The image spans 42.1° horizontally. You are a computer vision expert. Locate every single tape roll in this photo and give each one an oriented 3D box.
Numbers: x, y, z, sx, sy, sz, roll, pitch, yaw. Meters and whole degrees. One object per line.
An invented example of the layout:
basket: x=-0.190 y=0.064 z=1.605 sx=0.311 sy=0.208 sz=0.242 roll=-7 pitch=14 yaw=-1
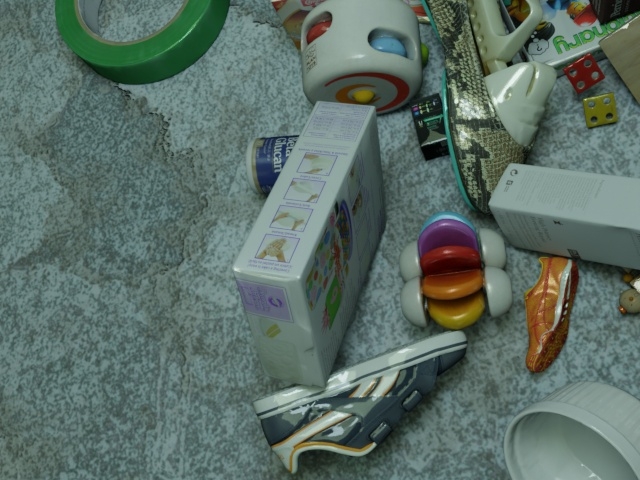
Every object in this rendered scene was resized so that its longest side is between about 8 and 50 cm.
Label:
tape roll: x=-0.330 y=-0.449 z=1.539 sx=0.321 sy=0.077 sz=0.321 roll=-5 pitch=72 yaw=15

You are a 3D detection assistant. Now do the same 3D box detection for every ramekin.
ramekin: x=0.351 y=0.280 z=1.065 sx=0.109 sy=0.207 sz=0.207 roll=-29 pitch=62 yaw=-36

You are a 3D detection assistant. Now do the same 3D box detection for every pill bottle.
pill bottle: x=-0.028 y=-0.125 z=1.347 sx=0.169 sy=0.094 sz=0.094 roll=-3 pitch=73 yaw=14

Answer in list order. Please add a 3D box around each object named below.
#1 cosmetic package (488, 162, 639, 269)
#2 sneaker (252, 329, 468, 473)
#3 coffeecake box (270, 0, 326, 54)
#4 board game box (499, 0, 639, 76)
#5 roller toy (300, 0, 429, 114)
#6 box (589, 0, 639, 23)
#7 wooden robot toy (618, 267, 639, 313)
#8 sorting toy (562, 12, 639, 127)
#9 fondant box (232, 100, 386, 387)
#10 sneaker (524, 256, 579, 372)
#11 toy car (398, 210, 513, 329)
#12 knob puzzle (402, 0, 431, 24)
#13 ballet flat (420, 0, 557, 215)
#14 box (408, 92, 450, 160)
cosmetic package: x=0.367 y=-0.033 z=1.157 sx=0.231 sy=0.117 sz=0.085 roll=13 pitch=66 yaw=41
sneaker: x=0.073 y=0.231 z=1.196 sx=0.321 sy=0.126 sz=0.127 roll=-21 pitch=82 yaw=1
coffeecake box: x=0.012 y=-0.383 z=1.365 sx=0.142 sy=0.185 sz=0.068 roll=-7 pitch=72 yaw=13
board game box: x=0.449 y=-0.392 z=1.320 sx=0.305 sy=0.053 sz=0.193 roll=-22 pitch=69 yaw=8
roller toy: x=0.062 y=-0.285 z=1.318 sx=0.209 sy=0.191 sz=0.146 roll=-6 pitch=73 yaw=13
box: x=0.481 y=-0.457 z=1.210 sx=0.203 sy=0.168 sz=0.167 roll=-20 pitch=71 yaw=9
wooden robot toy: x=0.447 y=0.067 z=1.174 sx=0.079 sy=0.076 sz=0.173 roll=-45 pitch=67 yaw=10
sorting toy: x=0.498 y=-0.281 z=1.243 sx=0.274 sy=0.046 sz=0.132 roll=-35 pitch=104 yaw=21
fondant box: x=0.000 y=0.000 z=1.161 sx=0.096 sy=0.238 sz=0.330 roll=8 pitch=49 yaw=17
sneaker: x=0.325 y=0.108 z=1.206 sx=0.067 sy=0.064 sz=0.175 roll=7 pitch=69 yaw=38
toy car: x=0.188 y=0.033 z=1.199 sx=0.159 sy=0.136 sz=0.182 roll=-10 pitch=41 yaw=13
knob puzzle: x=0.157 y=-0.464 z=1.435 sx=0.213 sy=0.030 sz=0.213 roll=-4 pitch=73 yaw=14
ballet flat: x=0.257 y=-0.287 z=1.260 sx=0.182 sy=0.164 sz=0.482 roll=-22 pitch=68 yaw=36
box: x=0.178 y=-0.181 z=1.324 sx=0.052 sy=0.062 sz=0.083 roll=-16 pitch=70 yaw=11
